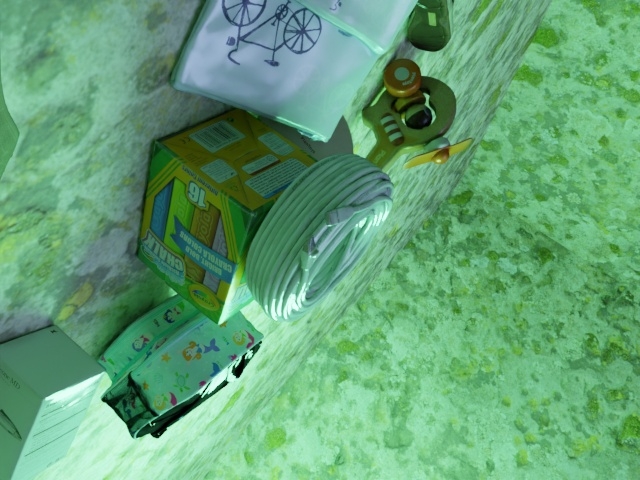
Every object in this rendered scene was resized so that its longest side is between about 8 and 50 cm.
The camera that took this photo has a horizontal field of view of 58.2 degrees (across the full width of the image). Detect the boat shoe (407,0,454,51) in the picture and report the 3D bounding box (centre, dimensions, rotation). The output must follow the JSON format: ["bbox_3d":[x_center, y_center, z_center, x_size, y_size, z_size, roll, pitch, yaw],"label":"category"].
[{"bbox_3d":[0.233,-0.471,1.155,0.257,0.095,0.095,51,55,-82],"label":"boat shoe"}]

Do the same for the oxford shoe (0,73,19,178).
[{"bbox_3d":[-0.294,-0.042,0.459,0.130,0.123,0.348,-44,164,-50],"label":"oxford shoe"}]

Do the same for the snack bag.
[{"bbox_3d":[-0.002,-0.295,0.738,0.323,0.037,0.343,7,124,-52],"label":"snack bag"}]

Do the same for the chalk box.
[{"bbox_3d":[-0.140,-0.013,0.857,0.180,0.179,0.289,-37,157,-45],"label":"chalk box"}]

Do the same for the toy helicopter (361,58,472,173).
[{"bbox_3d":[0.174,-0.205,1.271,0.355,0.235,0.140,-52,165,-6],"label":"toy helicopter"}]

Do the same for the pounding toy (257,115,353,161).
[{"bbox_3d":[-0.039,-0.128,0.976,0.182,0.237,0.110,-22,-172,-31],"label":"pounding toy"}]

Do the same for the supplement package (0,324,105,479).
[{"bbox_3d":[-0.388,0.223,0.770,0.179,0.105,0.105,-60,163,21],"label":"supplement package"}]

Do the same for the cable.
[{"bbox_3d":[0.000,0.000,0.801,0.257,0.089,0.257,-35,158,-49],"label":"cable"}]

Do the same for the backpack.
[{"bbox_3d":[-0.228,0.193,0.965,0.253,0.191,0.225,-34,180,37],"label":"backpack"}]
